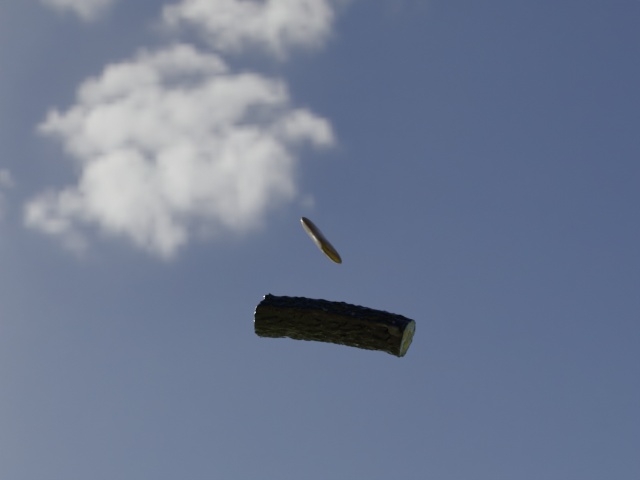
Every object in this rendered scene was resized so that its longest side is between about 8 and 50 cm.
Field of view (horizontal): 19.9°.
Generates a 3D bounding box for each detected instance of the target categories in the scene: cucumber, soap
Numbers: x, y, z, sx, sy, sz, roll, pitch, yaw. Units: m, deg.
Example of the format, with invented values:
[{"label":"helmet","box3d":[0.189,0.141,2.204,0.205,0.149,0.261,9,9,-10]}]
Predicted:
[{"label":"cucumber","box3d":[0.017,0.098,2.146,0.187,0.058,0.058,7,-24,14]},{"label":"soap","box3d":[0.000,0.000,1.778,0.012,0.089,0.034,-42,-64,2]}]
